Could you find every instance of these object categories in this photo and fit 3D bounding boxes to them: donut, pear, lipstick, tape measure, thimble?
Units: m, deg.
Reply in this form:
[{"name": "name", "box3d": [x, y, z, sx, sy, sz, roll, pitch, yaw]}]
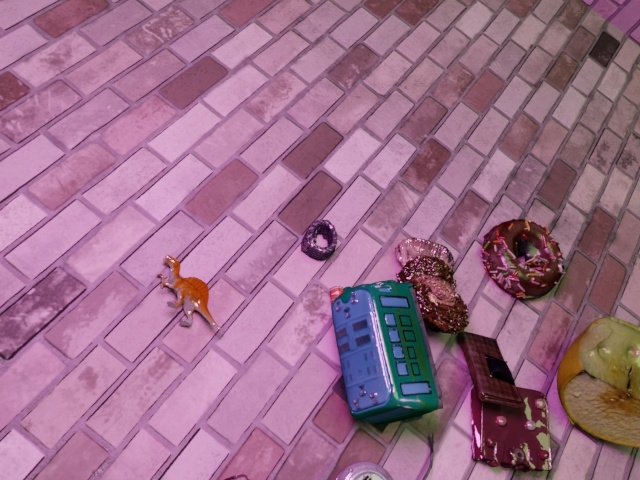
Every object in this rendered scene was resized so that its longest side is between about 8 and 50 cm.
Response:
[{"name": "donut", "box3d": [0.617, 0.049, 1.758, 0.270, 0.103, 0.269, 8, 63, -16]}, {"name": "pear", "box3d": [0.812, 0.367, 1.598, 0.342, 0.238, 0.318, 28, 46, 2]}, {"name": "lipstick", "box3d": [0.050, 0.187, 1.519, 0.038, 0.038, 0.130, 2, 64, -19]}, {"name": "tape measure", "box3d": [0.161, 0.536, 1.351, 0.164, 0.084, 0.330, 47, 60, 3]}, {"name": "thimble", "box3d": [0.002, -0.001, 1.584, 0.095, 0.066, 0.104, 37, 57, 5]}]

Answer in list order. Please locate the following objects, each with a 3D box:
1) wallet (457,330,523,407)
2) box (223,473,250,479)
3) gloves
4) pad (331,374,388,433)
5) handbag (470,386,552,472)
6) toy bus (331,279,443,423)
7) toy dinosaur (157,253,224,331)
[{"name": "wallet", "box3d": [0.442, 0.335, 1.528, 0.124, 0.042, 0.230, 13, 30, -12]}, {"name": "box", "box3d": [-0.123, 0.625, 1.144, 0.167, 0.193, 0.294, 13, 60, -19]}, {"name": "gloves", "box3d": [0.301, 0.134, 1.577, 0.210, 0.135, 0.312, 36, 34, -23]}, {"name": "pad", "box3d": [0.160, 0.346, 1.496, 0.170, 0.006, 0.245, 42, 59, 5]}, {"name": "handbag", "box3d": [0.493, 0.484, 1.503, 0.203, 0.074, 0.216, 14, 59, -10]}, {"name": "toy bus", "box3d": [0.146, 0.263, 1.401, 0.199, 0.183, 0.343, 13, 56, -41]}, {"name": "toy dinosaur", "box3d": [-0.315, 0.136, 1.418, 0.212, 0.057, 0.142, 35, 38, -13]}]
